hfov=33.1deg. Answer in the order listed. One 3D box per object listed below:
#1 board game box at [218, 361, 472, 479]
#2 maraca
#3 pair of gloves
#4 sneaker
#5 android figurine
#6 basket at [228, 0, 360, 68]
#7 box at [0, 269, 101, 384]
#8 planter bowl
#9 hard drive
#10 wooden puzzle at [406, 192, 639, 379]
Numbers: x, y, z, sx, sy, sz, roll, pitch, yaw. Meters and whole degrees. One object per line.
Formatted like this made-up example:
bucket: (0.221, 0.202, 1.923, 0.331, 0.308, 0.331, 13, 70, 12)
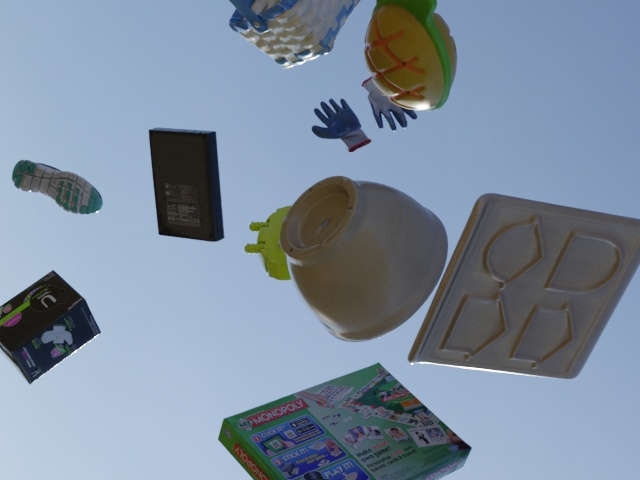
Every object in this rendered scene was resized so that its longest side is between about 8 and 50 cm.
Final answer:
board game box: (0.040, 0.295, 1.564, 0.213, 0.317, 0.046, 41, -52, 34)
maraca: (0.100, -0.228, 1.225, 0.127, 0.099, 0.186, 31, -34, 38)
pair of gloves: (0.081, -0.239, 2.033, 0.159, 0.198, 0.023, 55, -7, 41)
sneaker: (-0.421, -0.090, 1.771, 0.166, 0.076, 0.065, 25, -81, 16)
android figurine: (0.000, 0.000, 1.960, 0.248, 0.272, 0.056, -79, 169, -48)
basket: (-0.079, -0.475, 1.965, 0.201, 0.255, 0.289, -8, -50, 42)
box: (-0.263, 0.081, 1.014, 0.062, 0.083, 0.052, 34, -29, 37)
planter bowl: (0.029, 0.004, 1.062, 0.162, 0.109, 0.162, -27, -139, 27)
hard drive: (-0.165, -0.070, 1.323, 0.094, 0.022, 0.135, 7, -71, 31)
wooden puzzle: (0.329, 0.071, 1.712, 0.080, 0.347, 0.322, -115, -142, -51)
